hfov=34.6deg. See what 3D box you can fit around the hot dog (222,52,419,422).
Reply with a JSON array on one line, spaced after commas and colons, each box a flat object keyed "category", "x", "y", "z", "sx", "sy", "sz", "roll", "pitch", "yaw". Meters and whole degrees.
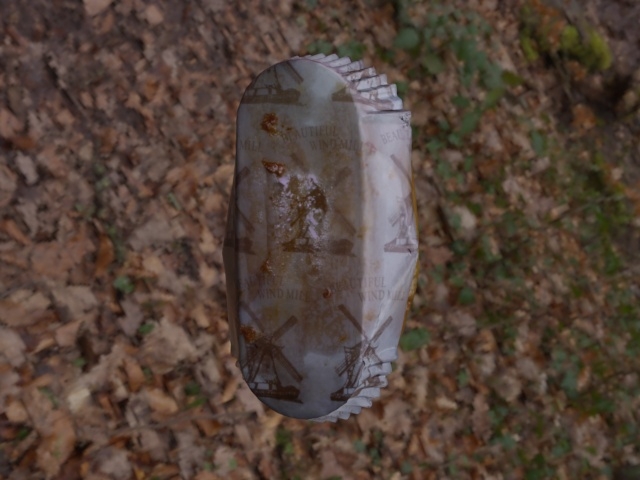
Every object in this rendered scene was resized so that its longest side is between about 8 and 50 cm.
[{"category": "hot dog", "x": 0.000, "y": 0.000, "z": 0.734, "sx": 0.075, "sy": 0.144, "sz": 0.267, "roll": -11, "pitch": 106, "yaw": -77}]
